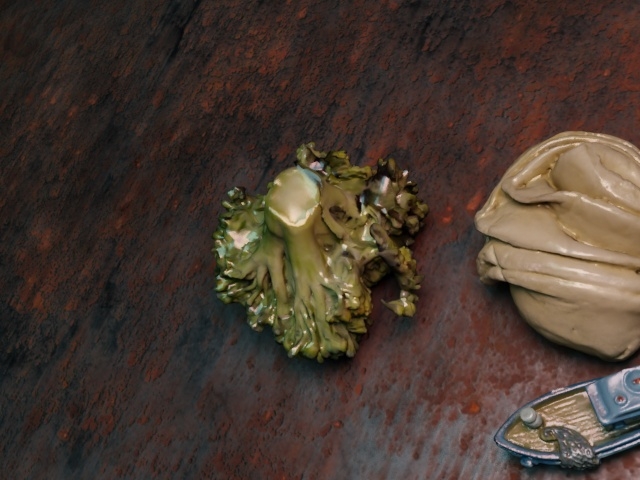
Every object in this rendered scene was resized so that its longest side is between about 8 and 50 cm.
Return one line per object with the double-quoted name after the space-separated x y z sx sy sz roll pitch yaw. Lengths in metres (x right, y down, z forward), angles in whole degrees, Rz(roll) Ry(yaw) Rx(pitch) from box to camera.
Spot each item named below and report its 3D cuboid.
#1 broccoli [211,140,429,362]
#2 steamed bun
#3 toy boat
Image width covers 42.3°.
0.003 0.008 1.253 0.334 0.272 0.324 -45 93 -9 "broccoli"
0.335 -0.007 1.094 0.276 0.203 0.289 10 70 30 "steamed bun"
0.334 0.223 1.040 0.238 0.098 0.109 -23 54 15 "toy boat"
